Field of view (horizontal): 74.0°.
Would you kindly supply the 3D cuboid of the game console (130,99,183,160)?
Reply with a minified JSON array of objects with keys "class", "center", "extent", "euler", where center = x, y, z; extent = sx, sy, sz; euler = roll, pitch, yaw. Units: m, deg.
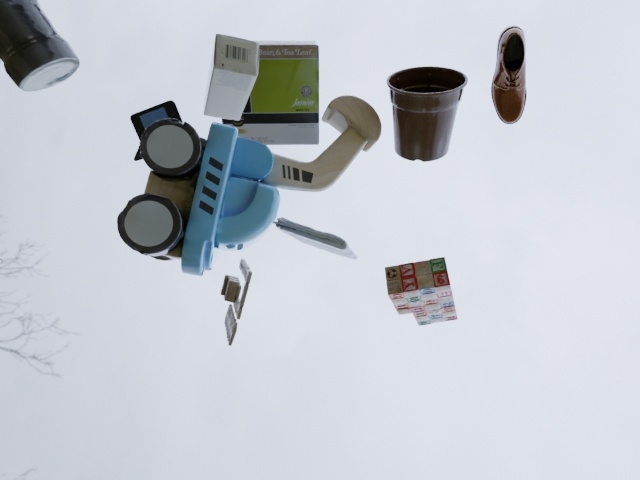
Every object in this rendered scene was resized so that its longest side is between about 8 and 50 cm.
[{"class":"game console","center":[-0.453,-0.299,1.154],"extent":[0.144,0.085,0.124],"euler":[-15,-73,13]}]

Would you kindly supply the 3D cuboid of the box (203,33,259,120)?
[{"class":"box","center":[-0.245,-0.425,1.140],"extent":[0.275,0.113,0.094],"euler":[160,-67,-67]}]

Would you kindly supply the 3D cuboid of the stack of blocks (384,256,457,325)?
[{"class":"stack of blocks","center":[0.311,0.165,1.284],"extent":[0.171,0.297,0.087],"euler":[-12,-122,16]}]

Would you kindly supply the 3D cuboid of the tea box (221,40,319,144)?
[{"class":"tea box","center":[-0.171,-0.513,1.471],"extent":[0.220,0.329,0.324],"euler":[-97,-173,-61]}]

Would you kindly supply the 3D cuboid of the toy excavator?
[{"class":"toy excavator","center":[-0.122,-0.122,0.880],"extent":[0.222,0.445,0.433],"euler":[150,-48,-76]}]

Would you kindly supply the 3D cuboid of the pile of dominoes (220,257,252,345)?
[{"class":"pile of dominoes","center":[-0.233,0.150,1.105],"extent":[0.251,0.040,0.196],"euler":[-159,-96,-74]}]

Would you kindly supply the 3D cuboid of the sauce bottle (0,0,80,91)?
[{"class":"sauce bottle","center":[-0.377,-0.320,0.416],"extent":[0.111,0.111,0.344],"euler":[-22,-72,37]}]

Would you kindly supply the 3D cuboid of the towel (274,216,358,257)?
[{"class":"towel","center":[0.000,0.000,1.222],"extent":[0.209,0.285,0.034],"euler":[19,-94,14]}]

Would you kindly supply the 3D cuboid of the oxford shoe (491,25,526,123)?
[{"class":"oxford shoe","center":[0.422,-0.358,0.949],"extent":[0.076,0.076,0.212],"euler":[-4,-59,20]}]

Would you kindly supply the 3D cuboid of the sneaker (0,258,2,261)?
[{"class":"sneaker","center":[-0.826,0.070,1.019],"extent":[0.211,0.080,0.081],"euler":[-15,-127,53]}]

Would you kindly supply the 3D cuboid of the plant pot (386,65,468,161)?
[{"class":"plant pot","center":[0.229,-0.276,0.942],"extent":[0.167,0.167,0.165],"euler":[28,-39,34]}]
